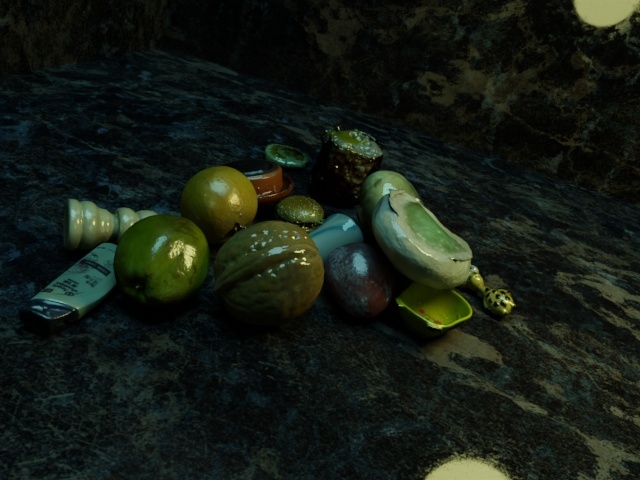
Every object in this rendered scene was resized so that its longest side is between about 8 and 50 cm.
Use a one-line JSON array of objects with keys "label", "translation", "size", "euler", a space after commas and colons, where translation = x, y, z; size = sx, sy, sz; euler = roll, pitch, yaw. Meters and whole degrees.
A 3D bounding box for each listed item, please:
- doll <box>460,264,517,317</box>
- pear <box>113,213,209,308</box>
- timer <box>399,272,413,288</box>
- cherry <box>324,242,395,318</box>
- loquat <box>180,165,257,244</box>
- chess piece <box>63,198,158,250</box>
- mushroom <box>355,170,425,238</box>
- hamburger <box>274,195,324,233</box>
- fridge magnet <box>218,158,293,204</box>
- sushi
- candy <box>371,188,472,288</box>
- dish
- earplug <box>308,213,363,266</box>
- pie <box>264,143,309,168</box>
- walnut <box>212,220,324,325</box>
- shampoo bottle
[{"label": "doll", "translation": [0.593, 0.176, 1.961], "size": [0.117, 0.086, 0.291], "euler": [-31, 44, -13]}, {"label": "pear", "translation": [-0.449, 0.056, 1.537], "size": [0.269, 0.269, 0.321], "euler": [15, 31, 1]}, {"label": "timer", "translation": [0.353, 0.140, 1.952], "size": [0.128, 0.047, 0.140], "euler": [10, 30, -6]}, {"label": "cherry", "translation": [0.126, 0.116, 1.727], "size": [0.236, 0.213, 0.285], "euler": [1, 41, -10]}, {"label": "loquat", "translation": [-0.347, -0.116, 1.845], "size": [0.275, 0.275, 0.275], "euler": [11, 30, -7]}, {"label": "chess piece", "translation": [-0.653, -0.046, 1.716], "size": [0.300, 0.167, 0.167], "euler": [1, 32, -30]}, {"label": "mushroom", "translation": [0.273, -0.111, 2.107], "size": [0.260, 0.352, 0.352], "euler": [-27, 27, 15]}, {"label": "hamburger", "translation": [-0.085, -0.107, 2.095], "size": [0.189, 0.122, 0.215], "euler": [-4, 32, -23]}, {"label": "fridge magnet", "translation": [-0.291, -0.229, 2.151], "size": [0.364, 0.155, 0.363], "euler": [-1, 24, 0]}, {"label": "sushi", "translation": [0.117, -0.327, 2.383], "size": [0.299, 0.294, 0.281], "euler": [0, 34, -26]}, {"label": "candy", "translation": [0.311, 0.004, 1.759], "size": [0.386, 0.186, 0.427], "euler": [53, 23, 20]}, {"label": "dish", "translation": [0.349, 0.238, 1.722], "size": [0.221, 0.108, 0.262], "euler": [32, 32, 29]}, {"label": "earplug", "translation": [-0.018, 0.041, 1.835], "size": [0.185, 0.185, 0.324], "euler": [33, 39, 28]}, {"label": "pie", "translation": [-0.170, -0.414, 2.642], "size": [0.240, 0.054, 0.240], "euler": [13, 30, -8]}, {"label": "walnut", "translation": [-0.152, 0.098, 1.563], "size": [0.333, 0.333, 0.333], "euler": [11, 30, -7]}, {"label": "shampoo bottle", "translation": [-0.657, 0.129, 1.485], "size": [0.134, 0.078, 0.359], "euler": [23, 30, 2]}]
